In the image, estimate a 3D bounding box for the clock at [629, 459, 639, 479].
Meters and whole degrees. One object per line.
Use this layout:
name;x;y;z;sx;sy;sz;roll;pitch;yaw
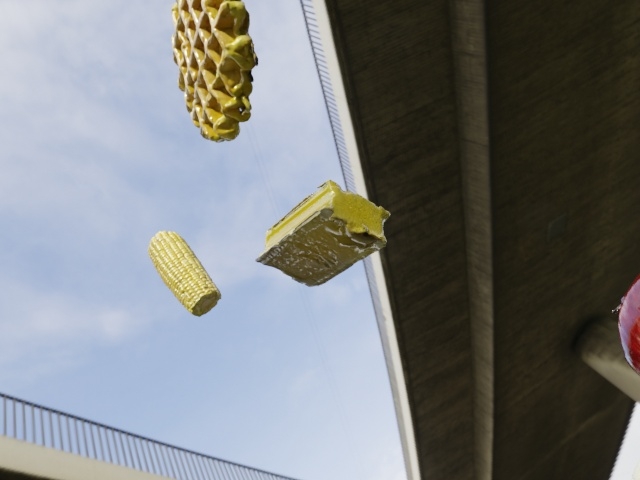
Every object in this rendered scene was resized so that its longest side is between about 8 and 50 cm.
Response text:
clock;0.353;0.243;0.450;0.255;0.106;0.220;-67;-10;5

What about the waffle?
waffle;-0.187;-0.311;0.876;0.062;0.329;0.329;-12;-56;-30

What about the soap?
soap;0.000;-0.001;0.899;0.135;0.076;0.233;28;-34;-22

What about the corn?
corn;-0.313;0.071;1.176;0.093;0.244;0.093;-25;-41;-24

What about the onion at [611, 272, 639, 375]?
onion;0.542;0.109;0.653;0.273;0.285;0.273;-4;-70;-11
